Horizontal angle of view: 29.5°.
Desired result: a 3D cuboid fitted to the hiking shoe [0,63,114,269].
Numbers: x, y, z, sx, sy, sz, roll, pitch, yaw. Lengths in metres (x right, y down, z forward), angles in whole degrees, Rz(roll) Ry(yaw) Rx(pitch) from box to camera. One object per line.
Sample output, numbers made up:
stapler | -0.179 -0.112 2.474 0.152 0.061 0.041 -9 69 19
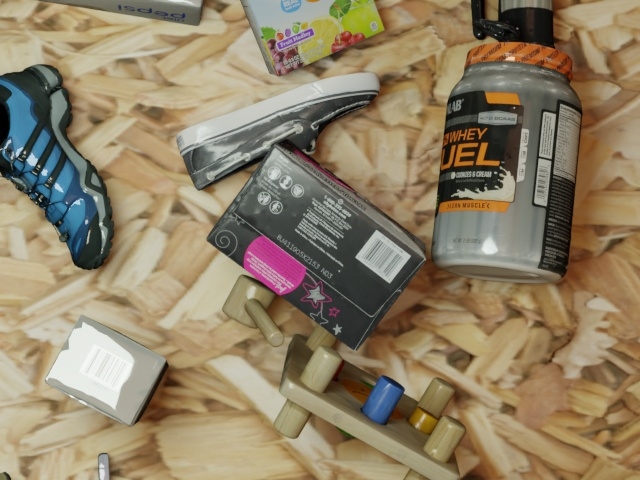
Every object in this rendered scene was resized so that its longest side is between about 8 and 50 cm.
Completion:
hiking shoe | -0.384 -0.091 1.650 0.132 0.113 0.304 -15 75 -36

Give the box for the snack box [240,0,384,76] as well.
snack box | -0.028 -0.363 1.734 0.174 0.070 0.207 -26 106 -9

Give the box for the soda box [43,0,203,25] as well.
soda box | -0.304 -0.380 1.717 0.286 0.098 0.091 8 82 -7

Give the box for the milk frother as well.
milk frother | 0.283 -0.348 1.766 0.129 0.143 0.135 0 86 0

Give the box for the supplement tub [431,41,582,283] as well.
supplement tub | 0.265 -0.106 1.710 0.193 0.193 0.316 8 81 -6

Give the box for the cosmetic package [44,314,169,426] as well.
cosmetic package | -0.273 0.172 1.586 0.127 0.238 0.107 27 78 -1

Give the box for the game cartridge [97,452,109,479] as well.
game cartridge | -0.294 0.332 1.653 0.017 0.056 0.083 -2 83 -15

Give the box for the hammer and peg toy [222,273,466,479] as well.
hammer and peg toy | 0.016 0.197 1.609 0.361 0.266 0.127 30 99 -4

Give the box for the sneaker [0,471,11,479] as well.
sneaker | -0.607 0.269 1.581 0.410 0.158 0.182 7 74 -9

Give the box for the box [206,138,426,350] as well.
box | 0.000 0.000 1.623 0.247 0.142 0.163 37 99 -2

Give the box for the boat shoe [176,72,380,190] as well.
boat shoe | -0.049 -0.151 1.719 0.301 0.108 0.102 -20 86 -7
